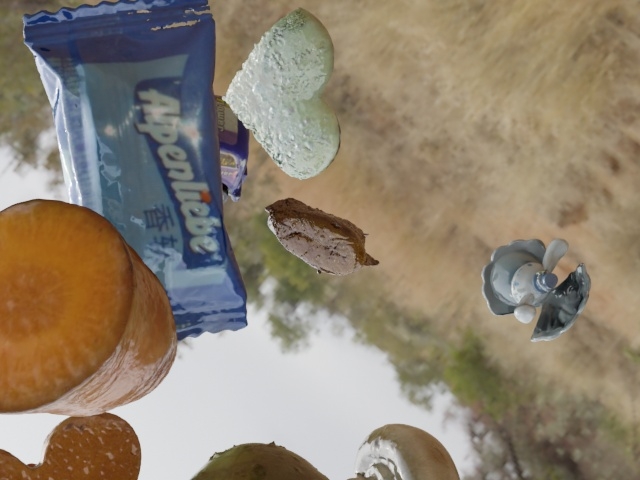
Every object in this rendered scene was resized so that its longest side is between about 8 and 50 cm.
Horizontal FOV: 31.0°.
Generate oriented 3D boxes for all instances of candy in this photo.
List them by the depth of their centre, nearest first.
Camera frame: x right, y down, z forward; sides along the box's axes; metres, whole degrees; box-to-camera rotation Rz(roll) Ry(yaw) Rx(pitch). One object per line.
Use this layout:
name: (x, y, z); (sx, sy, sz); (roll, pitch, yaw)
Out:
candy: (-0.170, -0.064, 1.081); (0.077, 0.187, 0.331); (-172, 73, -70)

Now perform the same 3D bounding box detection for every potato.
potato: (-0.088, 0.355, 1.341); (0.210, 0.173, 0.307); (57, -145, 1)

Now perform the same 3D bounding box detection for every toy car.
toy car: (-0.232, -0.173, 1.995); (0.235, 0.158, 0.172); (6, -125, -19)

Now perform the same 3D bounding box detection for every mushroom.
mushroom: (0.115, 0.388, 1.742); (0.178, 0.226, 0.226); (10, -169, -21)

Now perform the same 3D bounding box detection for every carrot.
carrot: (-0.185, 0.074, 0.892); (0.159, 0.159, 0.225); (39, 173, 20)

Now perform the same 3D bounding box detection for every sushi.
sushi: (0.002, -0.003, 1.087); (0.118, 0.061, 0.060); (41, -163, -7)

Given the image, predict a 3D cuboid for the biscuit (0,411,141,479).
biscuit: (-0.329, 0.324, 1.288); (0.205, 0.324, 0.049); (43, 167, -14)

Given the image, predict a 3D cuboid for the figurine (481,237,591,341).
figurine: (0.201, 0.042, 1.050); (0.082, 0.094, 0.086); (32, -179, -16)

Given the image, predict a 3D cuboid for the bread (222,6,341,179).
bread: (-0.054, -0.193, 1.522); (0.172, 0.232, 0.064); (13, -152, 34)
